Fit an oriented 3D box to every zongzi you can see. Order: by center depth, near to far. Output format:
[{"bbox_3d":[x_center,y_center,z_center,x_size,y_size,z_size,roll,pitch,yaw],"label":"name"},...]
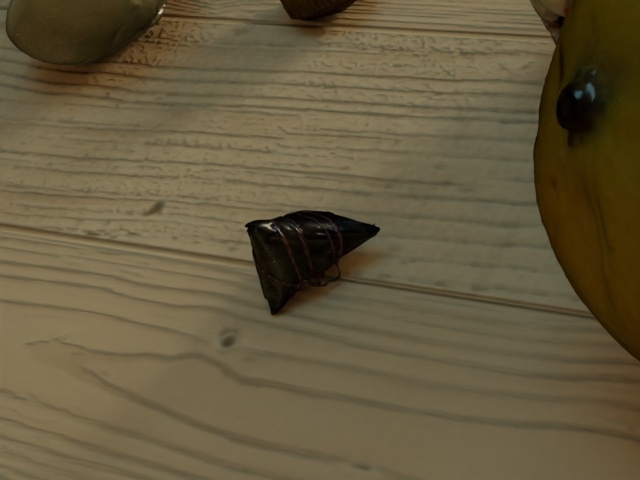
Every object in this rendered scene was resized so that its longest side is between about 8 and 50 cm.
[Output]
[{"bbox_3d":[0.000,0.000,0.975,0.073,0.067,0.083,-2,27,31],"label":"zongzi"}]

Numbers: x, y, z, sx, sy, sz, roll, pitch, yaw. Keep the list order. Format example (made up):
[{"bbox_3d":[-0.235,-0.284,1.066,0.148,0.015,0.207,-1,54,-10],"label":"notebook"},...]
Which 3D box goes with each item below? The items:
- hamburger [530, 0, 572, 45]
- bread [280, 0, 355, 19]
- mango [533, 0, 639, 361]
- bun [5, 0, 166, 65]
[{"bbox_3d":[0.283,-0.189,0.985,0.295,0.151,0.227,-21,38,3],"label":"hamburger"},{"bbox_3d":[0.005,-0.205,1.189,0.085,0.053,0.085,-28,24,14],"label":"bread"},{"bbox_3d":[0.305,-0.096,0.768,0.445,0.301,0.220,-30,24,-19],"label":"mango"},{"bbox_3d":[-0.175,-0.215,1.228,0.113,0.166,0.173,29,60,-8],"label":"bun"}]
